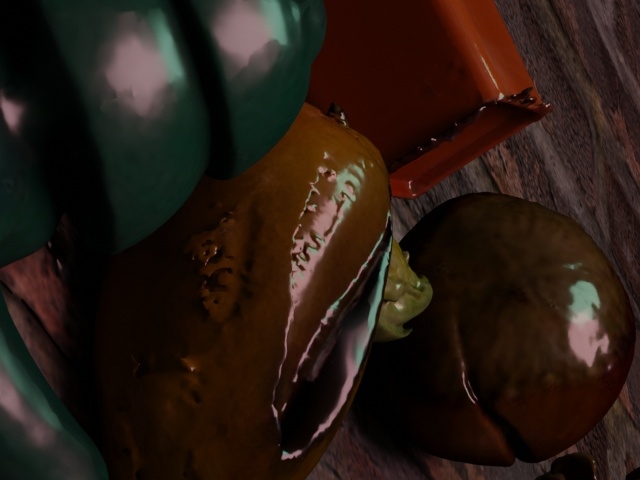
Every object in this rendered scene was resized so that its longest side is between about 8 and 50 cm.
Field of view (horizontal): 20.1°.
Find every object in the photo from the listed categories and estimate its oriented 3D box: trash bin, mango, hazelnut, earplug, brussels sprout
[{"bbox_3d":[0.042,-0.159,1.147,0.239,0.184,0.161,60,19,13],"label":"trash bin"},{"bbox_3d":[-0.042,0.039,0.945,0.156,0.151,0.249,77,24,-63],"label":"mango"},{"bbox_3d":[0.123,0.076,1.298,0.208,0.208,0.208,-14,90,-68],"label":"hazelnut"},{"bbox_3d":[-0.101,-0.042,0.824,0.257,0.280,0.164,47,-24,33],"label":"earplug"},{"bbox_3d":[-0.003,0.001,1.132,0.181,0.100,0.139,10,62,-53],"label":"brussels sprout"}]

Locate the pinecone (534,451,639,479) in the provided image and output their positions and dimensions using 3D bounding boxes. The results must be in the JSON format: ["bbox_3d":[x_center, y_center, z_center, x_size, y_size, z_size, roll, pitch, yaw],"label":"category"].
[{"bbox_3d":[0.240,0.293,1.379,0.309,0.244,0.244,55,27,-17],"label":"pinecone"}]
